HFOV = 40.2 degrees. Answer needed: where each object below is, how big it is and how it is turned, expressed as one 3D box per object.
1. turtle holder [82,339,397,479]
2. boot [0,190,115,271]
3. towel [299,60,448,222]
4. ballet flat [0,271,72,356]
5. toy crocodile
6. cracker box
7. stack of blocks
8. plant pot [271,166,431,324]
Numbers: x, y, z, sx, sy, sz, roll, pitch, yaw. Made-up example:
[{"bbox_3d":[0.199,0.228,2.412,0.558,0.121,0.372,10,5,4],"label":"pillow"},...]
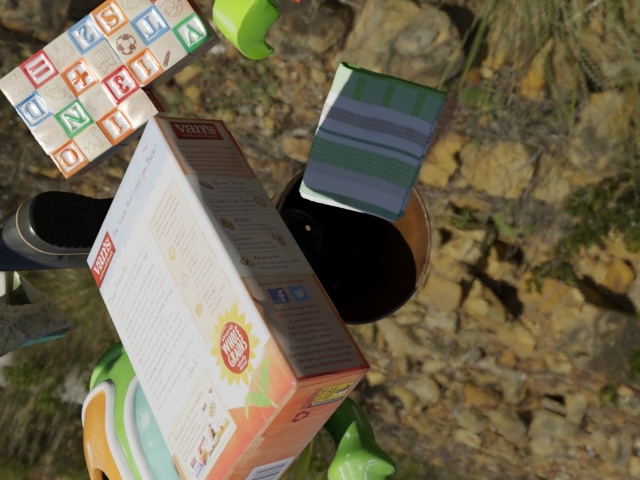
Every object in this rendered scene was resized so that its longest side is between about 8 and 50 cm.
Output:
[{"bbox_3d":[-0.106,0.233,0.971,0.320,0.243,0.227,30,-148,-25],"label":"turtle holder"},{"bbox_3d":[-0.241,0.004,0.887,0.137,0.076,0.198,-19,154,38],"label":"boot"},{"bbox_3d":[0.050,-0.092,0.862,0.113,0.152,0.023,13,-145,-7],"label":"towel"},{"bbox_3d":[-0.456,0.103,1.232,0.147,0.147,0.409,22,180,-1],"label":"ballet flat"},{"bbox_3d":[-0.008,-0.358,0.956,0.115,0.340,0.105,31,180,39],"label":"toy crocodile"},{"bbox_3d":[-0.077,0.046,0.617,0.067,0.155,0.232,-4,-129,-40],"label":"cracker box"},{"bbox_3d":[-0.295,-0.246,1.287,0.171,0.297,0.087,55,-174,-5],"label":"stack of blocks"},{"bbox_3d":[0.000,0.000,1.184,0.215,0.215,0.230,23,170,-20],"label":"plant pot"}]
